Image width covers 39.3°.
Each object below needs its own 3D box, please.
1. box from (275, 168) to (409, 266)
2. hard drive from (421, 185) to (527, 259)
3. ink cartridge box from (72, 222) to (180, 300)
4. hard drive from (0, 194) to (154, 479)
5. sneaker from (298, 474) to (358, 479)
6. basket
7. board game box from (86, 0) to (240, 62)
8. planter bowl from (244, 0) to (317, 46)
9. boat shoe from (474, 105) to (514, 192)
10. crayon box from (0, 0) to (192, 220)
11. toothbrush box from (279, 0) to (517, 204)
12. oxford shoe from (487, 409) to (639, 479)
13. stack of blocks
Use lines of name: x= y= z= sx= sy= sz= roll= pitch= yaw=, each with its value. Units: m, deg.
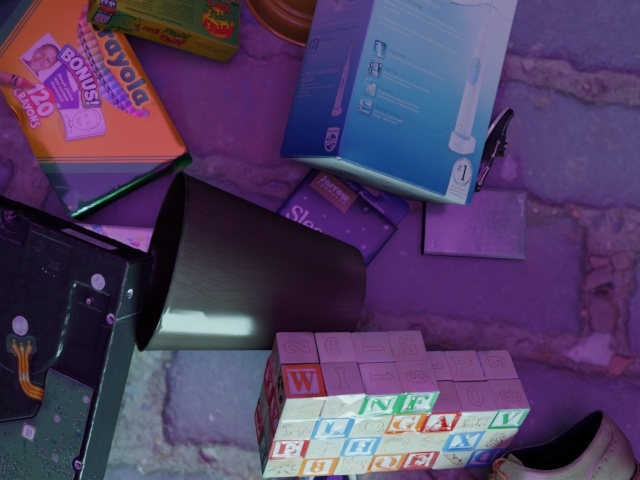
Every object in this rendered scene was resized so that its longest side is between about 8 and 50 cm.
box: x=0.000 y=0.000 z=1.148 sx=0.136 sy=0.036 sz=0.225 roll=39 pitch=84 yaw=-1
hard drive: x=0.201 y=-0.025 z=1.170 sx=0.135 sy=0.022 sz=0.094 roll=3 pitch=86 yaw=-4
ink cartridge box: x=-0.278 y=0.048 z=1.102 sx=0.231 sy=0.078 sz=0.134 roll=3 pitch=87 yaw=-4
hard drive: x=-0.333 y=0.139 z=1.022 sx=0.237 sy=0.064 sz=0.339 roll=19 pitch=103 yaw=19
sneaker: x=0.012 y=0.374 z=1.104 sx=0.085 sy=0.086 sz=0.237 roll=-5 pitch=89 yaw=-6
basket: x=-0.076 y=0.047 z=1.026 sx=0.227 sy=0.154 sz=0.204 roll=14 pitch=96 yaw=-22
board game box: x=-0.188 y=-0.290 z=1.098 sx=0.181 sy=0.043 sz=0.092 roll=11 pitch=68 yaw=-28
planter bowl: x=0.000 y=-0.362 z=1.139 sx=0.217 sy=0.090 sz=0.217 roll=0 pitch=87 yaw=-4
boat shoe: x=0.220 y=-0.118 z=1.158 sx=0.038 sy=0.046 sz=0.125 roll=33 pitch=74 yaw=6
crayon box: x=-0.297 y=-0.184 z=1.111 sx=0.165 sy=0.081 sz=0.278 roll=-29 pitch=89 yaw=-5
toothbrush box: x=0.100 y=-0.211 z=1.074 sx=0.216 sy=0.126 sz=0.295 roll=14 pitch=88 yaw=-35
oxford shoe: x=0.221 y=0.323 z=1.090 sx=0.348 sy=0.123 sz=0.130 roll=-29 pitch=104 yaw=-5
stack of blocks: x=0.084 y=0.190 z=1.046 sx=0.297 sy=0.171 sz=0.087 roll=1 pitch=47 yaw=-15
